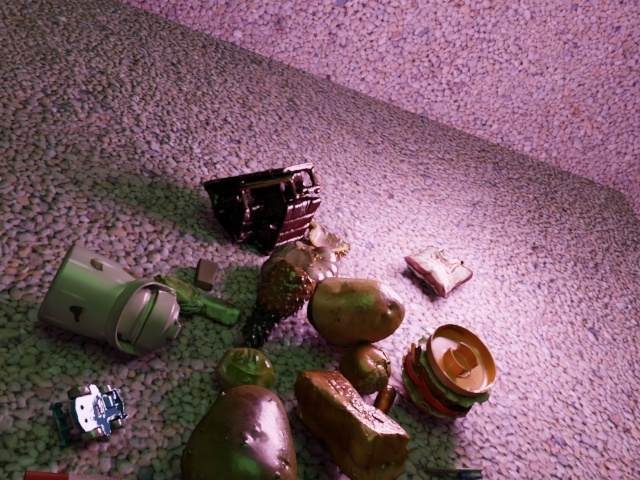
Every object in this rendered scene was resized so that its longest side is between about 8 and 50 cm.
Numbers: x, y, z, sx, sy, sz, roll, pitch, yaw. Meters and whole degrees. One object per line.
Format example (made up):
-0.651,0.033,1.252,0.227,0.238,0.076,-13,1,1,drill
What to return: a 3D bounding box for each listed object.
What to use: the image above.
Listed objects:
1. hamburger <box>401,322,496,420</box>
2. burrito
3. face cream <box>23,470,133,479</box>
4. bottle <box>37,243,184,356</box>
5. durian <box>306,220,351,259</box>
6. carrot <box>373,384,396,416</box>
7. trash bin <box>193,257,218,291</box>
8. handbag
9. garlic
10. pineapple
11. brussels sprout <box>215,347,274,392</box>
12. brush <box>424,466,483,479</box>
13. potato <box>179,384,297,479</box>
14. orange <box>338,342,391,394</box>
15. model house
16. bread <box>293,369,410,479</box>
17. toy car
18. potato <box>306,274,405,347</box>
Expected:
0.364,0.396,2.010,0.274,0.212,0.274,21,41,-20,hamburger
-0.357,0.181,1.948,0.288,0.054,0.104,25,38,-6,burrito
-0.501,0.529,1.393,0.214,0.095,0.095,12,39,-20,face cream
-0.512,0.173,1.732,0.352,0.229,0.229,27,35,-15,bottle
0.004,0.008,2.376,0.140,0.078,0.224,-14,41,-27,durian
0.173,0.477,1.931,0.055,0.055,0.161,30,43,2,carrot
-0.348,0.105,2.054,0.061,0.043,0.092,18,41,-14,trash bin
0.431,0.102,2.485,0.213,0.127,0.235,40,36,19,handbag
-0.061,0.109,2.142,0.245,0.160,0.245,-5,39,4,garlic
-0.136,0.197,1.943,0.158,0.158,0.278,32,79,6,pineapple
-0.195,0.345,1.796,0.155,0.117,0.155,23,41,-21,brussels sprout
0.369,0.642,1.870,0.179,0.033,0.030,10,54,-23,brush
-0.187,0.481,1.559,0.270,0.219,0.359,24,28,-21,potato
0.128,0.372,1.956,0.157,0.134,0.156,7,62,-13,orange
-0.174,-0.090,2.240,0.317,0.297,0.282,-17,99,-50,model house
0.066,0.471,1.728,0.195,0.148,0.344,15,12,-39,bread
-0.530,0.396,1.561,0.126,0.098,0.161,69,17,9,toy car
0.127,0.209,2.022,0.285,0.242,0.242,35,26,-39,potato
